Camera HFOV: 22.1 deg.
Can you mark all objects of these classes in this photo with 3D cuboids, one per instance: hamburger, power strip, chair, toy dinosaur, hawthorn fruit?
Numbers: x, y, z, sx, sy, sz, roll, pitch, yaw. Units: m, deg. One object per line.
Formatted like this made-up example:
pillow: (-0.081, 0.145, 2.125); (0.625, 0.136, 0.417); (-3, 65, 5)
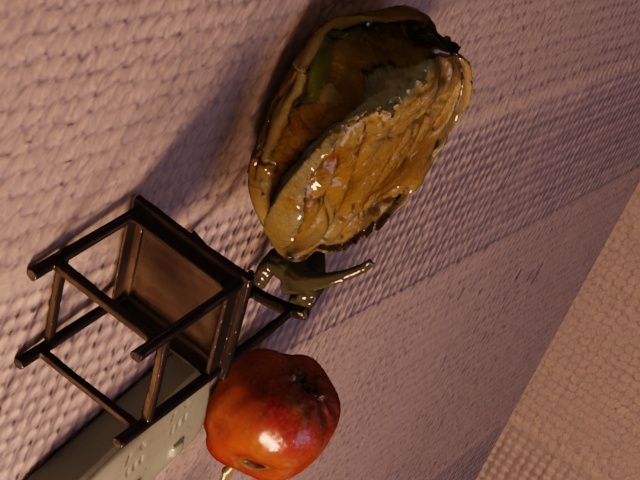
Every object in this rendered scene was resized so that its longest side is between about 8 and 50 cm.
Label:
hamburger: (0.032, -0.116, 1.673); (0.285, 0.134, 0.265); (-12, 141, -57)
power strip: (-0.222, 0.256, 1.766); (0.265, 0.059, 0.193); (-42, 156, -37)
chair: (-0.134, 0.053, 1.508); (0.260, 0.154, 0.141); (-36, 153, -42)
toy dinosaur: (0.000, 0.000, 1.795); (0.179, 0.087, 0.187); (-49, -167, 43)
hawthorn fruit: (-0.089, 0.259, 1.972); (0.285, 0.165, 0.165); (-59, 162, 24)
